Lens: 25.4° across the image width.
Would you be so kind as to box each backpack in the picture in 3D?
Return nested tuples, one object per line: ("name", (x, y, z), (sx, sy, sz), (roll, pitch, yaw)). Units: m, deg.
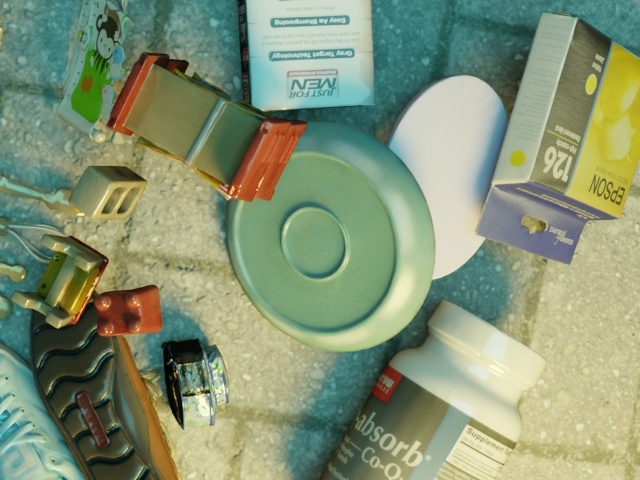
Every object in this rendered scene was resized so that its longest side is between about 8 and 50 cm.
("backpack", (-0.168, 0.198, 1.940), (0.084, 0.105, 0.114), (-7, 100, -11))

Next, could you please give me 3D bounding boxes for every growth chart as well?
("growth chart", (-0.292, -0.252, 1.843), (0.021, 0.172, 0.237), (8, 96, -36))

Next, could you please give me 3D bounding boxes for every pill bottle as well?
("pill bottle", (0.149, 0.279, 1.962), (0.210, 0.210, 0.363), (31, 88, -13))

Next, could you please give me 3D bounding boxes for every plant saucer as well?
("plant saucer", (0.000, 0.000, 1.886), (0.317, 0.043, 0.318), (7, 105, 27))

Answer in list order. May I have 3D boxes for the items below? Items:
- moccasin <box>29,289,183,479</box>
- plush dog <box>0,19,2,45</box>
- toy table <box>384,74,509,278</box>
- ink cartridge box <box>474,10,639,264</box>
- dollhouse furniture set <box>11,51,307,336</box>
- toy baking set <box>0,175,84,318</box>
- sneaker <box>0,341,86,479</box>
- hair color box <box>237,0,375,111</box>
("moccasin", (-0.276, 0.224, 1.898), (0.139, 0.147, 0.380), (-31, 81, 2))
("plush dog", (-0.567, -0.263, 1.781), (0.225, 0.210, 0.262), (-40, 104, 19))
("toy table", (0.151, -0.090, 1.949), (0.252, 0.161, 0.274), (26, 91, -14))
("ink cartridge box", (0.349, -0.125, 1.947), (0.303, 0.072, 0.307), (14, 91, -55))
("dollhouse furniture set", (-0.204, -0.036, 1.821), (0.201, 0.152, 0.374), (31, 99, 12))
("toy baking set", (-0.446, -0.009, 1.901), (0.256, 0.030, 0.197), (-45, 105, -4))
("sneaker", (-0.391, 0.271, 1.877), (0.135, 0.150, 0.366), (-39, 102, -6))
("hair color box", (-0.025, -0.351, 1.911), (0.174, 0.105, 0.347), (-4, 97, -10))
